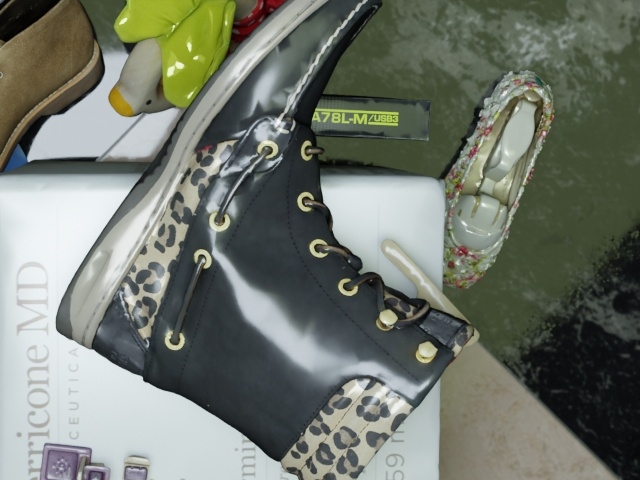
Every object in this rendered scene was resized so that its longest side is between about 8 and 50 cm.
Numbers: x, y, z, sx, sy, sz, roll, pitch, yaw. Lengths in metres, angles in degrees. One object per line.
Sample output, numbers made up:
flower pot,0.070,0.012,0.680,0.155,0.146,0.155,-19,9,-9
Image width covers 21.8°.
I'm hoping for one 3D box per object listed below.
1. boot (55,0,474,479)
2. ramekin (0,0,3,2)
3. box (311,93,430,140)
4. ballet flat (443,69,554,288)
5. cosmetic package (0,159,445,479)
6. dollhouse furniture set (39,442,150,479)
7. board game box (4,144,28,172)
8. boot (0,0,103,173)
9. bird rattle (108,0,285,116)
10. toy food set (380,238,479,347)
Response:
boot,0.000,0.000,1.321,0.284,0.138,0.377,38,93,6
ramekin,-0.391,-0.308,1.552,0.273,0.127,0.272,-13,108,-42
box,0.004,-0.124,1.638,0.184,0.190,0.045,0,95,-5
ballet flat,0.175,-0.063,1.716,0.091,0.077,0.241,19,93,-7
cosmetic package,-0.100,0.092,1.576,0.394,0.327,0.329,0,95,-5
dollhouse furniture set,-0.194,0.236,1.375,0.091,0.081,0.114,8,95,-6
board game box,-0.374,-0.048,1.683,0.133,0.033,0.168,26,81,-29
boot,-0.332,-0.134,1.582,0.112,0.115,0.305,26,58,23
bird rattle,-0.115,-0.211,1.630,0.143,0.253,0.207,45,127,3
toy food set,0.027,0.098,1.410,0.192,0.038,0.132,-40,90,5
